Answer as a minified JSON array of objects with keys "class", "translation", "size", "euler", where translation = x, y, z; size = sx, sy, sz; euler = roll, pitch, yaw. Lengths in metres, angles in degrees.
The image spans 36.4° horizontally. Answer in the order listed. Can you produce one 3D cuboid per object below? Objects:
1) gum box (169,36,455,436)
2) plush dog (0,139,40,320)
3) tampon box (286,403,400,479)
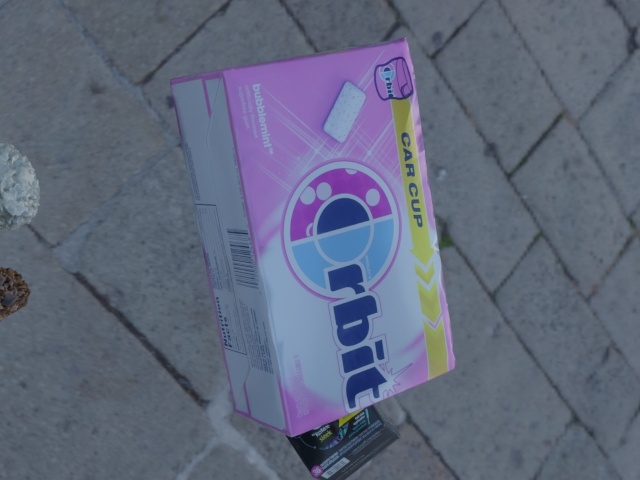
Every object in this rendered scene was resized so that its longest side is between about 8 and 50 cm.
[{"class":"gum box","translation":[0.000,0.000,0.501],"size":[0.107,0.062,0.188],"euler":[-16,102,-31]},{"class":"plush dog","translation":[-0.408,0.003,0.936],"size":[0.263,0.210,0.225],"euler":[-12,74,-6]},{"class":"tampon box","translation":[0.009,0.234,1.342],"size":[0.120,0.161,0.101],"euler":[-38,154,0]}]
